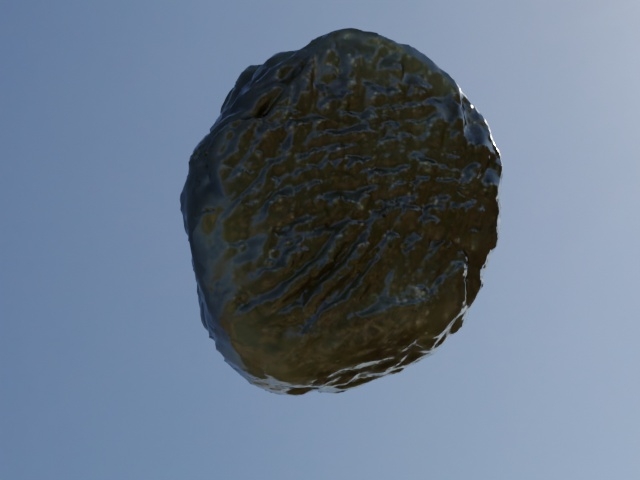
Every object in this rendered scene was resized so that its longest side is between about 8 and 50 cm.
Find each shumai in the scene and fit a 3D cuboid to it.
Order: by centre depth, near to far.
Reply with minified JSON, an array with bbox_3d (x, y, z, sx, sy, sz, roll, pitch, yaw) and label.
[{"bbox_3d":[0.000,0.000,1.199,0.225,0.261,0.222,15,-23,-10],"label":"shumai"}]
